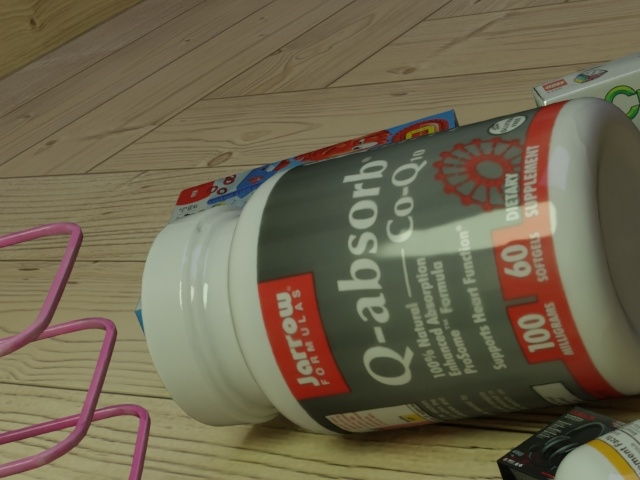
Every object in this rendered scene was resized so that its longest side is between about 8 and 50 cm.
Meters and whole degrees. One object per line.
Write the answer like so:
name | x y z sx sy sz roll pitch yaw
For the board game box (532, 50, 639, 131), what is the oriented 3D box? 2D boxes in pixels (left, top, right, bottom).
board game box | 0.337 -0.074 1.167 0.305 0.193 0.053 -19 20 4

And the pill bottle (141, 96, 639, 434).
pill bottle | 0.063 0.033 1.113 0.363 0.210 0.210 -13 21 29

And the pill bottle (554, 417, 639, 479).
pill bottle | 0.202 0.150 0.827 0.208 0.117 0.117 -22 21 -9

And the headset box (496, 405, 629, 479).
headset box | 0.169 0.144 0.995 0.083 0.032 0.062 -31 23 -24

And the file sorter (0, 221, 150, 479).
file sorter | -0.194 0.162 0.919 0.182 0.291 0.202 -14 21 7

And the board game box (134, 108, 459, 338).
board game box | 0.000 0.000 1.436 0.302 0.086 0.308 -17 21 9
